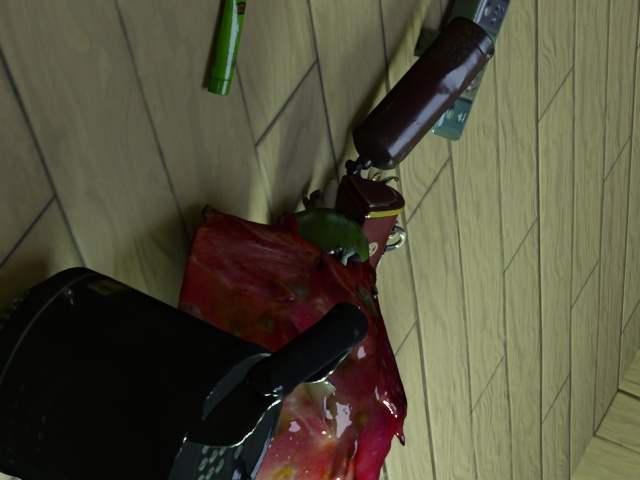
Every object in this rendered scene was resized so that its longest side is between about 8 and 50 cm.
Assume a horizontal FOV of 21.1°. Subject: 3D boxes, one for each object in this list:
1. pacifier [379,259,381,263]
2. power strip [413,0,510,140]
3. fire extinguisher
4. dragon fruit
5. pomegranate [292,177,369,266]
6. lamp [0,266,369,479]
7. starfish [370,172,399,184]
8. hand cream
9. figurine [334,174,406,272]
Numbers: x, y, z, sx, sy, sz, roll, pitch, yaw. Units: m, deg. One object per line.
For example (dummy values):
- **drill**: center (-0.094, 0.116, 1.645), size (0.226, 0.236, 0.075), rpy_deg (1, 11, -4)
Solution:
- **pacifier**: center (0.044, 0.007, 2.213), size (0.083, 0.068, 0.064), rpy_deg (60, 28, -62)
- **power strip**: center (0.172, -0.248, 2.283), size (0.145, 0.061, 0.216), rpy_deg (11, 99, -61)
- **fire extinguisher**: center (0.116, -0.159, 2.159), size (0.268, 0.072, 0.089), rpy_deg (-49, 137, -15)
- **dragon fruit**: center (-0.033, 0.150, 1.807), size (0.386, 0.249, 0.371), rpy_deg (72, 20, -75)
- **pomegranate**: center (0.000, 0.000, 2.041), size (0.122, 0.122, 0.161), rpy_deg (77, 13, -55)
- **lamp**: center (-0.174, 0.140, 1.534), size (0.205, 0.272, 0.374), rpy_deg (-34, 161, -56)
- **starfish**: center (0.071, -0.052, 2.254), size (0.091, 0.028, 0.078), rpy_deg (-3, 107, -64)
- **hand cream**: center (-0.093, -0.208, 1.733), size (0.036, 0.023, 0.122), rpy_deg (-15, 120, -60)
- **figurine**: center (0.056, 0.000, 2.132), size (0.098, 0.082, 0.154), rpy_deg (0, 125, -31)
